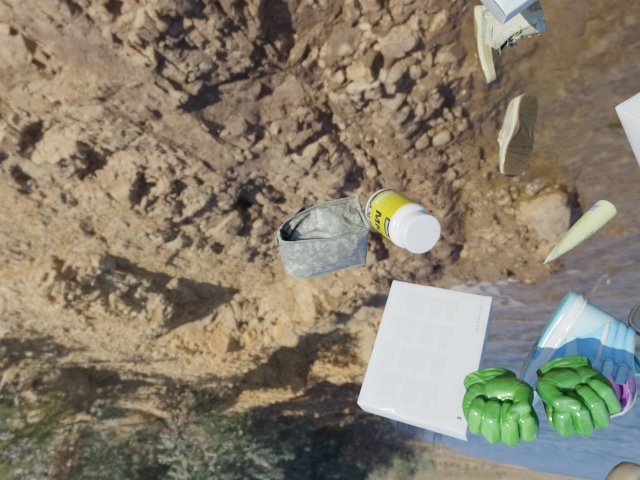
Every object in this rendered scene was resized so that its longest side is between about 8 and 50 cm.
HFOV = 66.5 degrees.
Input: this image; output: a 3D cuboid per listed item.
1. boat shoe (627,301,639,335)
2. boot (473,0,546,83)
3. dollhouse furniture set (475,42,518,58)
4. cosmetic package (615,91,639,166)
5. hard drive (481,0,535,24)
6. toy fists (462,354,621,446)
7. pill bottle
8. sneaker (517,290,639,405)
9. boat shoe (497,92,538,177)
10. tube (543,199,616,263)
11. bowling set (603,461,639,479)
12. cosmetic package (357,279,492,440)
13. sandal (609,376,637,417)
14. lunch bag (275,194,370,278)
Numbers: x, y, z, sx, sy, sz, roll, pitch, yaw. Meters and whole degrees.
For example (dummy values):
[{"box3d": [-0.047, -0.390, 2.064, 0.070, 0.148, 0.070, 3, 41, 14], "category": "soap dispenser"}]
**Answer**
[{"box3d": [0.883, 0.166, 1.198, 0.335, 0.112, 0.095, -25, 138, -16], "category": "boat shoe"}, {"box3d": [0.468, -0.499, 1.204, 0.165, 0.213, 0.077, -5, 165, 17], "category": "boot"}, {"box3d": [0.481, -0.519, 1.345, 0.081, 0.114, 0.091, 35, 172, 4], "category": "dollhouse furniture set"}, {"box3d": [0.631, -0.167, 0.751, 0.225, 0.138, 0.224, -33, 117, 17], "category": "cosmetic package"}, {"box3d": [0.446, -0.634, 0.983, 0.353, 0.233, 0.047, -35, 170, 5], "category": "hard drive"}, {"box3d": [0.415, 0.307, 0.935, 0.280, 0.142, 0.096, -11, 127, 9], "category": "toy fists"}, {"box3d": [0.208, -0.051, 1.244, 0.119, 0.119, 0.208, 20, -168, -26], "category": "pill bottle"}, {"box3d": [0.580, 0.294, 1.096, 0.208, 0.318, 0.127, 28, -156, 20], "category": "sneaker"}, {"box3d": [0.699, -0.374, 1.764, 0.109, 0.302, 0.098, 11, -179, -15], "category": "boat shoe"}, {"box3d": [0.724, -0.019, 1.369, 0.062, 0.240, 0.070, 36, 161, 55], "category": "tube"}, {"box3d": [0.483, 0.488, 0.689, 0.287, 0.154, 0.199, 42, 151, 35], "category": "bowling set"}, {"box3d": [0.296, 0.314, 1.344, 0.285, 0.377, 0.097, 8, 152, 27], "category": "cosmetic package"}, {"box3d": [0.917, 0.476, 1.547, 0.417, 0.169, 0.102, -15, 153, -37], "category": "sandal"}, {"box3d": [0.000, 0.000, 1.585, 0.287, 0.168, 0.235, -15, 149, -6], "category": "lunch bag"}]
